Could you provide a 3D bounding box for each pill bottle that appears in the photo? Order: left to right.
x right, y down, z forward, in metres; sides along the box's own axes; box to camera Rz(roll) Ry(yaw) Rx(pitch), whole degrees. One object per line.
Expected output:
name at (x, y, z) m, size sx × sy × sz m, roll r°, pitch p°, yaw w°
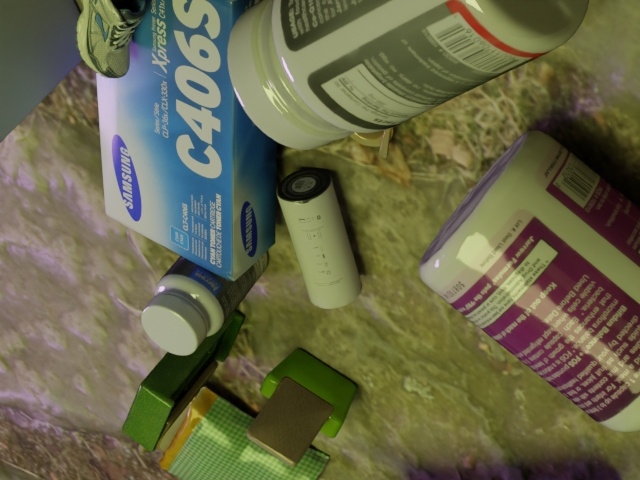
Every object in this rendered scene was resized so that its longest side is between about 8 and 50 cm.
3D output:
pill bottle at (-0.117, 0.047, 1.948) m, size 0.078 × 0.137 × 0.078 m, roll 20°, pitch 137°, yaw 19°
pill bottle at (0.064, -0.182, 1.574) m, size 0.283 × 0.161 × 0.161 m, roll -23°, pitch 113°, yaw 45°
pill bottle at (0.247, 0.057, 1.671) m, size 0.301 × 0.169 × 0.169 m, roll 39°, pitch 140°, yaw -2°

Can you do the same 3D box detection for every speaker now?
speaker at (0.000, 0.000, 1.883) m, size 0.055 × 0.055 × 0.136 m, roll 7°, pitch 132°, yaw 31°

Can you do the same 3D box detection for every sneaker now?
sneaker at (-0.181, -0.196, 1.707) m, size 0.058 × 0.052 × 0.135 m, roll 18°, pitch 136°, yaw 26°

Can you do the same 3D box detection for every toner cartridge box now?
toner cartridge box at (-0.125, -0.134, 1.816) m, size 0.165 × 0.075 × 0.348 m, roll 28°, pitch 140°, yaw 24°

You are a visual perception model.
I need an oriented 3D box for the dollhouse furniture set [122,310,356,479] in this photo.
dollhouse furniture set at (-0.108, 0.239, 2.115) m, size 0.197 × 0.151 × 0.301 m, roll 32°, pitch 140°, yaw 6°

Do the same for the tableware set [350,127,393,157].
tableware set at (0.017, -0.151, 1.753) m, size 0.168 × 0.020 × 0.141 m, roll 27°, pitch 139°, yaw 12°

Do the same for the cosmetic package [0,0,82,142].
cosmetic package at (-0.380, -0.173, 1.859) m, size 0.224 × 0.224 × 0.138 m, roll -1°, pitch 127°, yaw 37°
